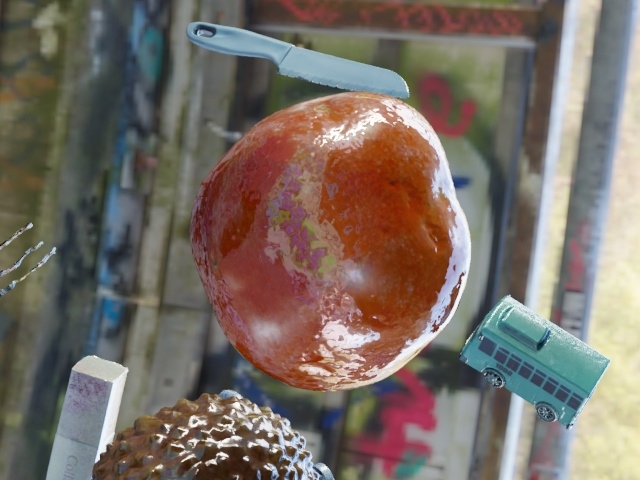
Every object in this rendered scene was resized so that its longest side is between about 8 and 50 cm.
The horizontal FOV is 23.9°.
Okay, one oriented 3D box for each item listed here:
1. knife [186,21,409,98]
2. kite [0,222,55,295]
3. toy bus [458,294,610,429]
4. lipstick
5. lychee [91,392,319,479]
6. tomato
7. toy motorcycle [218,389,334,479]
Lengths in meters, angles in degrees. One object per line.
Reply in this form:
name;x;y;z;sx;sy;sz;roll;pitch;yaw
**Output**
knife;-0.031;-0.196;1.635;0.044;0.313;0.019;-56;144;-24
kite;-0.503;0.077;2.153;0.285;0.015;0.152;-37;153;4
toy bus;0.253;0.139;1.791;0.079;0.160;0.091;-48;165;-38
lipstick;-0.335;0.317;2.075;0.068;0.066;0.317;-43;150;-71
lychee;-0.107;0.238;1.293;0.238;0.200;0.200;-44;139;-30
tomato;0.001;0.004;1.137;0.189;0.232;0.232;-2;101;-26
toy motorcycle;-0.054;0.288;1.687;0.092;0.254;0.135;-26;166;-32
